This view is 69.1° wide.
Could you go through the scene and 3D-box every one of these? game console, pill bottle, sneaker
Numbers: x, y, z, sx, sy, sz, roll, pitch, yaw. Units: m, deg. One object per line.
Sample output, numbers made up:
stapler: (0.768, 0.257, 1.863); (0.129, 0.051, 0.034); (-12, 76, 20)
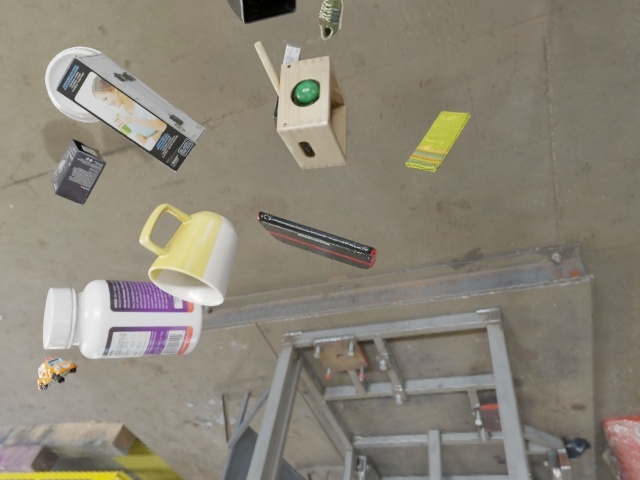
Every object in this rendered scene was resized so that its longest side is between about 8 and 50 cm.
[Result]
game console: (0.000, 0.000, 1.555); (0.386, 0.060, 0.342); (17, 170, 9)
pill bottle: (-0.277, 0.111, 0.660); (0.193, 0.108, 0.108); (7, 138, -36)
sneaker: (0.029, -0.754, 1.558); (0.064, 0.086, 0.192); (37, 169, 14)

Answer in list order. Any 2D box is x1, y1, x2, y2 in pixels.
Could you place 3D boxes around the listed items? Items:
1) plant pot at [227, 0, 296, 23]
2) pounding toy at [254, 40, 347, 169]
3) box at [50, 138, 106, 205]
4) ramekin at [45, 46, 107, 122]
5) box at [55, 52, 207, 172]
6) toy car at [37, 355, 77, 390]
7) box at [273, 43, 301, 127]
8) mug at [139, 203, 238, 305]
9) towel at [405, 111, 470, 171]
plant pot: (-0.194, -0.768, 1.350); (0.167, 0.187, 0.188); (42, 147, 32)
pounding toy: (-0.026, -0.192, 0.661); (0.100, 0.130, 0.141); (-4, 160, 16)
box: (-0.777, -0.220, 1.488); (0.093, 0.156, 0.158); (26, 97, -41)
ramekin: (-0.873, -0.574, 1.715); (0.272, 0.127, 0.273); (-5, 107, -16)
box: (-0.413, -0.293, 1.055); (0.290, 0.169, 0.087); (36, 107, -19)
toy car: (-0.411, 0.197, 0.649); (0.060, 0.122, 0.041); (-41, 77, 37)
box: (-0.091, -0.411, 1.270); (0.045, 0.184, 0.191); (11, 96, -7)
mug: (-0.098, 0.007, 0.374); (0.062, 0.064, 0.078); (12, 150, 10)
towel: (0.353, -0.303, 1.396); (0.102, 0.237, 0.021); (20, 156, 37)
